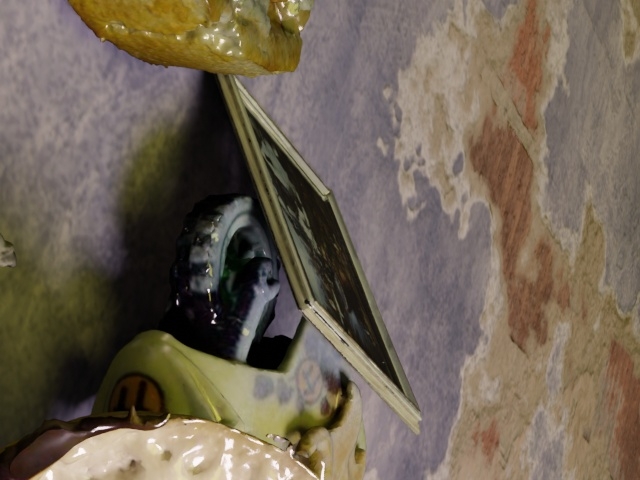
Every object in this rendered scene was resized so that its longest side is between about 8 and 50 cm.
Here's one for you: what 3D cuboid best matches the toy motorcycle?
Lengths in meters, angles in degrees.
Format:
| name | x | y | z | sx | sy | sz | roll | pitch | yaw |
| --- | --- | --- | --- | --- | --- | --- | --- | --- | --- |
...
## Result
| name | x | y | z | sx | sy | sz | roll | pitch | yaw |
| --- | --- | --- | --- | --- | --- | --- | --- | --- | --- |
| toy motorcycle | -0.056 | 0.174 | 1.113 | 0.237 | 0.169 | 0.410 | -52 | 134 | -43 |

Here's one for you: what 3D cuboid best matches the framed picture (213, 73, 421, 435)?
| name | x | y | z | sx | sy | sz | roll | pitch | yaw |
| --- | --- | --- | --- | --- | --- | --- | --- | --- | --- |
| framed picture | 0.000 | 0.000 | 1.179 | 0.232 | 0.019 | 0.296 | 49 | 15 | -49 |

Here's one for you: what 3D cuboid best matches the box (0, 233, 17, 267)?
| name | x | y | z | sx | sy | sz | roll | pitch | yaw |
| --- | --- | --- | --- | --- | --- | --- | --- | --- | --- |
| box | -0.297 | 0.085 | 0.754 | 0.274 | 0.138 | 0.178 | -14 | 112 | -58 |

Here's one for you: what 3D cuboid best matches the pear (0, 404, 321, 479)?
| name | x | y | z | sx | sy | sz | roll | pitch | yaw |
| --- | --- | --- | --- | --- | --- | --- | --- | --- | --- |
| pear | -0.116 | 0.189 | 0.883 | 0.178 | 0.267 | 0.267 | -125 | -157 | -69 |

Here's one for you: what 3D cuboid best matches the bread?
| name | x | y | z | sx | sy | sz | roll | pitch | yaw |
| --- | --- | --- | --- | --- | --- | --- | --- | --- | --- |
| bread | -0.090 | -0.225 | 1.082 | 0.257 | 0.124 | 0.186 | 32 | 64 | -57 |
